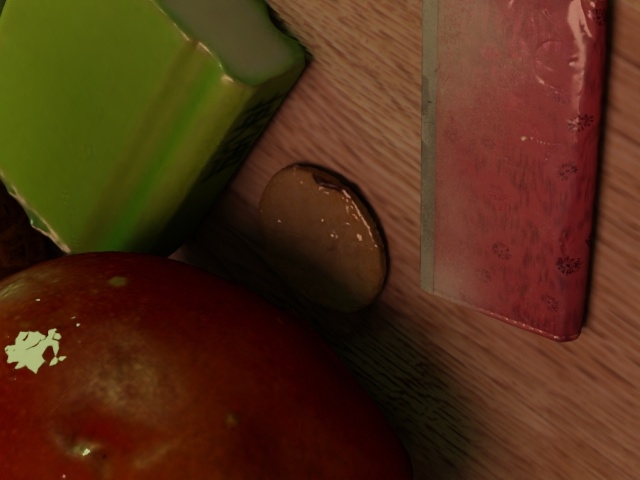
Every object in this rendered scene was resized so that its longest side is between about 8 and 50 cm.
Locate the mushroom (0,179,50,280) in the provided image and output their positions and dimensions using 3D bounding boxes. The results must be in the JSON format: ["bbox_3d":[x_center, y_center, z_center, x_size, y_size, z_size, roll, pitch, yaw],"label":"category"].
[{"bbox_3d":[-0.339,0.016,1.133,0.138,0.194,0.231,-1,124,46],"label":"mushroom"}]

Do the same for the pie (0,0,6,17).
[{"bbox_3d":[-0.361,-0.252,1.082,0.306,0.071,0.306,23,127,34],"label":"pie"}]

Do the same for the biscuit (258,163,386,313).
[{"bbox_3d":[0.000,0.000,0.923,0.120,0.015,0.120,24,130,32],"label":"biscuit"}]

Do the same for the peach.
[{"bbox_3d":[-0.104,0.184,0.911,0.406,0.310,0.335,44,175,13],"label":"peach"}]

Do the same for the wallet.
[{"bbox_3d":[0.113,-0.053,0.771,0.119,0.025,0.232,22,128,35],"label":"wallet"}]

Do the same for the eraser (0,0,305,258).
[{"bbox_3d":[-0.150,-0.109,0.948,0.210,0.092,0.274,48,137,10],"label":"eraser"}]
